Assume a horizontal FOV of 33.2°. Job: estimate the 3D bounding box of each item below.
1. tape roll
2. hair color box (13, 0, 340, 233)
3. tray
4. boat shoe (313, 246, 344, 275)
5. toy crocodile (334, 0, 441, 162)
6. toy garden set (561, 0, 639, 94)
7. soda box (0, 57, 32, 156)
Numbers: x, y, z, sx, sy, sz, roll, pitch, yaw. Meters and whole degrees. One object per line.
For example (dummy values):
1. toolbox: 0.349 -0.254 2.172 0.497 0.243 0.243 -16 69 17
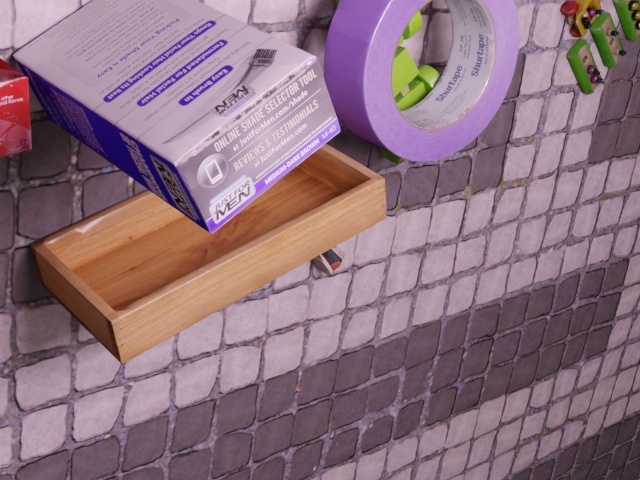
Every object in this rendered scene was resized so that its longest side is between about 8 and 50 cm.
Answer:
1. tape roll: 0.139 -0.248 1.439 0.275 0.090 0.274 -17 120 -32
2. hair color box: -0.162 -0.160 1.157 0.185 0.339 0.110 -40 135 -19
3. tray: -0.135 -0.010 1.377 0.411 0.203 0.076 -28 132 -29
4. boat shoe: 0.000 0.000 1.629 0.043 0.049 0.137 -48 140 -15
5. toy crocodile: 0.090 -0.252 1.531 0.115 0.105 0.340 -41 131 -16
6. toy garden set: 0.522 -0.401 1.875 0.244 0.049 0.204 -50 138 -8
7. soda box: -0.438 -0.120 1.113 0.263 0.083 0.092 -19 127 -36
